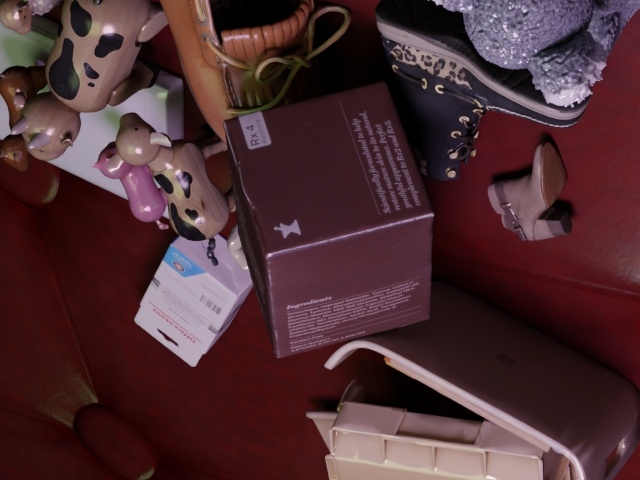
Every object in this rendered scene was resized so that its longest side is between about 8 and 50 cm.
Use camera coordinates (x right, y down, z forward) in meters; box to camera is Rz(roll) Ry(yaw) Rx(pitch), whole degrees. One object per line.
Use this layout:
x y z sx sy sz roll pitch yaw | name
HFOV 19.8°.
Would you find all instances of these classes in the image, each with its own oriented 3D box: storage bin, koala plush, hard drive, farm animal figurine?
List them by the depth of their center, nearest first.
0.191 -0.226 1.551 0.196 0.221 0.203 46 141 -4 | koala plush
-0.235 -0.152 1.973 0.330 0.172 0.327 22 122 21 | farm animal figurine
0.157 0.291 2.113 0.262 0.123 0.260 6 130 21 | storage bin
-0.298 -0.164 2.171 0.307 0.040 0.203 25 139 20 | hard drive

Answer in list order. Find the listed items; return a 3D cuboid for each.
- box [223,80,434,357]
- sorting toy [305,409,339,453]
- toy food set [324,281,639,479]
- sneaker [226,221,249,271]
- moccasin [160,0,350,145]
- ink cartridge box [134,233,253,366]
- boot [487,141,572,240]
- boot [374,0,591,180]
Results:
0.009 -0.017 1.808 0.203 0.167 0.168 87 167 -58 | box
0.100 0.280 2.265 0.193 0.038 0.208 -2 129 41 | sorting toy
0.176 0.163 1.923 0.306 0.220 0.092 28 114 16 | toy food set
0.000 0.000 2.016 0.252 0.111 0.103 -5 123 43 | sneaker
-0.064 -0.219 1.858 0.147 0.139 0.380 4 120 49 | moccasin
-0.152 0.066 2.249 0.104 0.060 0.180 38 141 4 | ink cartridge box
0.207 -0.050 1.855 0.087 0.042 0.118 11 126 43 | boot
0.155 -0.129 1.786 0.236 0.085 0.178 30 143 27 | boot
